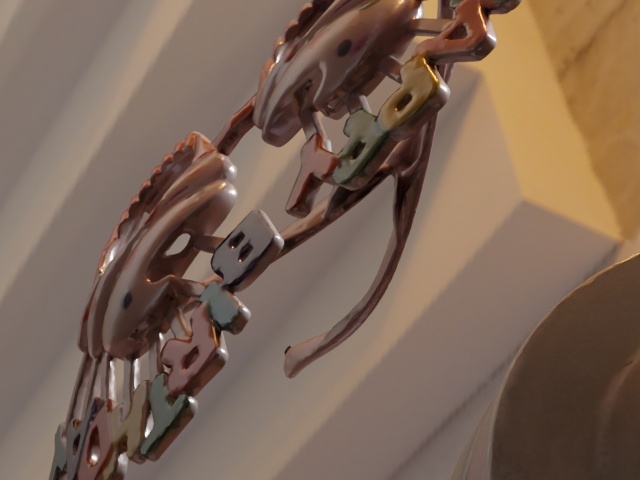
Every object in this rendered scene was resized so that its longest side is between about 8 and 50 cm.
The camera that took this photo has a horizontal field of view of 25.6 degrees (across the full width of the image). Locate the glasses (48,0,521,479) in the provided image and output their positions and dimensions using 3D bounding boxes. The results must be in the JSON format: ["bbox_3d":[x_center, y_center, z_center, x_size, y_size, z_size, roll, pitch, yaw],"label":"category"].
[{"bbox_3d":[-0.005,-0.001,0.487,0.255,0.095,0.162,-51,-166,17],"label":"glasses"}]

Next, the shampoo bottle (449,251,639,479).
[{"bbox_3d":[0.183,0.154,0.620,0.266,0.273,0.273,84,5,-52],"label":"shampoo bottle"}]
